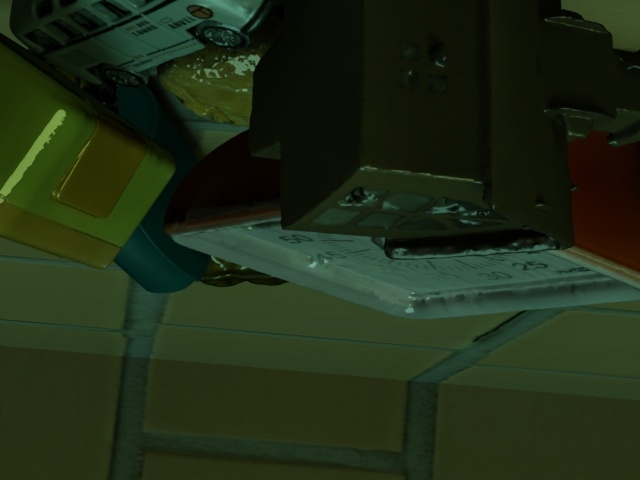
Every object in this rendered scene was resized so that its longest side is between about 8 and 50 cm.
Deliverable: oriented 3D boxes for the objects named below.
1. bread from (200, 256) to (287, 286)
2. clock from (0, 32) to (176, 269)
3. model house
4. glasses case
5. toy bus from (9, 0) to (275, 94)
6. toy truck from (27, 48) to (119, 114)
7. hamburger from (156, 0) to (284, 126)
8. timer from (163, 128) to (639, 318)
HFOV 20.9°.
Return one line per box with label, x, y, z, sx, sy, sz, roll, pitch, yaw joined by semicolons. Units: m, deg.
bread;0.000;-0.001;1.619;0.269;0.098;0.087;-2;-151;24
clock;-0.179;-0.060;0.996;0.143;0.096;0.202;38;-179;16
model house;0.102;-0.077;0.932;0.248;0.180;0.176;7;164;-21
glasses case;-0.137;-0.037;1.411;0.070;0.117;0.301;3;170;5
toy bus;-0.095;-0.144;0.940;0.089;0.087;0.194;23;162;-31
toy truck;-0.172;-0.115;1.200;0.054;0.049;0.083;3;170;10
hamburger;-0.027;-0.117;1.055;0.147;0.083;0.138;-2;164;21
timer;0.059;-0.030;1.172;0.250;0.161;0.257;0;174;-42
